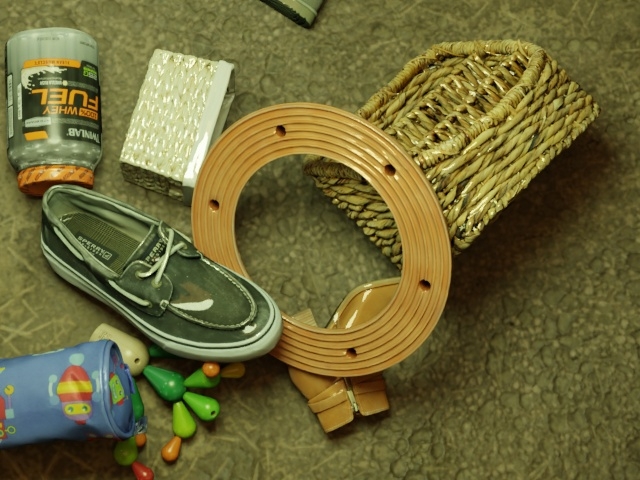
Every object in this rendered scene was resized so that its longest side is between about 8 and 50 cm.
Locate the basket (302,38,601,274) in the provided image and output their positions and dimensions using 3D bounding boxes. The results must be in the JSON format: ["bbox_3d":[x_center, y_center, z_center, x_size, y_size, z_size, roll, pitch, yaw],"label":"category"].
[{"bbox_3d":[0.162,-0.132,1.831,0.223,0.213,0.299,47,61,3],"label":"basket"}]

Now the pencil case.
[{"bbox_3d":[-0.358,0.188,1.743,0.306,0.133,0.119,-9,94,10],"label":"pencil case"}]

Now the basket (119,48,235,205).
[{"bbox_3d":[-0.177,-0.142,1.876,0.103,0.113,0.167,17,77,1],"label":"basket"}]

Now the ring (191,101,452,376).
[{"bbox_3d":[0.000,0.000,1.763,0.336,0.336,0.032,46,34,4],"label":"ring"}]

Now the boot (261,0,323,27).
[{"bbox_3d":[-0.026,-0.404,1.968,0.189,0.076,0.208,34,83,-14],"label":"boot"}]

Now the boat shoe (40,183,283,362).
[{"bbox_3d":[-0.200,0.038,1.773,0.335,0.119,0.121,22,61,19],"label":"boat shoe"}]

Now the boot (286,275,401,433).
[{"bbox_3d":[0.056,0.137,1.870,0.197,0.073,0.152,-24,84,-4],"label":"boot"}]

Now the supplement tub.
[{"bbox_3d":[-0.326,-0.155,1.855,0.117,0.117,0.190,-3,79,-8],"label":"supplement tub"}]

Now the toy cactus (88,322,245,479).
[{"bbox_3d":[-0.202,0.165,1.821,0.180,0.112,0.219,34,85,11],"label":"toy cactus"}]
